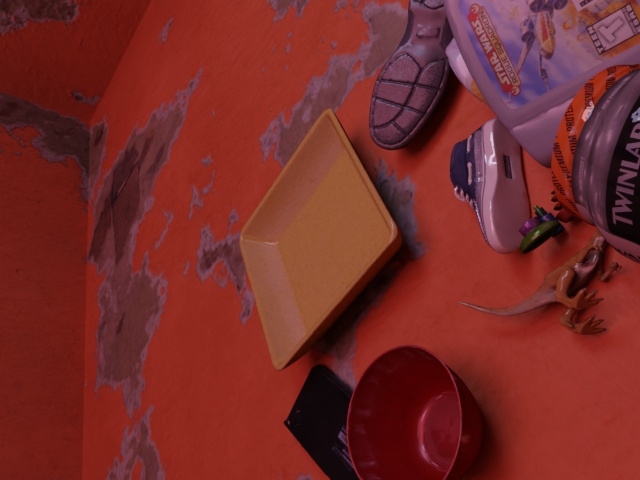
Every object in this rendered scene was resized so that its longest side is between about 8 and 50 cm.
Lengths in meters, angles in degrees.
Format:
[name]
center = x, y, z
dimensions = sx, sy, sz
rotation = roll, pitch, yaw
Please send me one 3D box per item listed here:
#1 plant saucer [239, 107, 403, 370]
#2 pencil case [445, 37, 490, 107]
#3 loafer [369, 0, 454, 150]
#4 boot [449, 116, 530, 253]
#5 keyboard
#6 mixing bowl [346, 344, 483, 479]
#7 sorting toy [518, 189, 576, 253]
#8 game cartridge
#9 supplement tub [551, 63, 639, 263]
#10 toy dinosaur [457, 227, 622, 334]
[plant saucer]
center = 0.000, 0.000, 1.027
dimensions = 0.332, 0.081, 0.332
rotation = -52, 40, 29
[pencil case]
center = 0.278, -0.282, 0.724
dimensions = 0.273, 0.114, 0.124
rotation = -45, 48, 34
[loafer]
center = 0.165, -0.279, 0.924
dimensions = 0.109, 0.095, 0.302
rotation = 23, 101, 25
[boot]
center = 0.212, -0.061, 0.778
dimensions = 0.086, 0.069, 0.189
rotation = -32, 44, 53
[keyboard]
center = 0.034, 0.336, 0.887
dimensions = 0.317, 0.033, 0.201
rotation = 31, 95, 55
[mixing bowl]
center = 0.127, 0.226, 0.736
dimensions = 0.182, 0.098, 0.181
rotation = -27, 52, 41
[sorting toy]
center = 0.259, -0.030, 0.687
dimensions = 0.102, 0.061, 0.042
rotation = -37, 69, 3
[game cartridge]
center = 0.251, -0.239, 0.655
dimensions = 0.198, 0.062, 0.297
rotation = -27, 89, 33
[supplement tub]
center = 0.351, -0.044, 0.455
dimensions = 0.316, 0.194, 0.193
rotation = 31, 102, 55
[toy dinosaur]
center = 0.264, 0.054, 0.670
dimensions = 0.211, 0.064, 0.112
rotation = -44, 26, 23
